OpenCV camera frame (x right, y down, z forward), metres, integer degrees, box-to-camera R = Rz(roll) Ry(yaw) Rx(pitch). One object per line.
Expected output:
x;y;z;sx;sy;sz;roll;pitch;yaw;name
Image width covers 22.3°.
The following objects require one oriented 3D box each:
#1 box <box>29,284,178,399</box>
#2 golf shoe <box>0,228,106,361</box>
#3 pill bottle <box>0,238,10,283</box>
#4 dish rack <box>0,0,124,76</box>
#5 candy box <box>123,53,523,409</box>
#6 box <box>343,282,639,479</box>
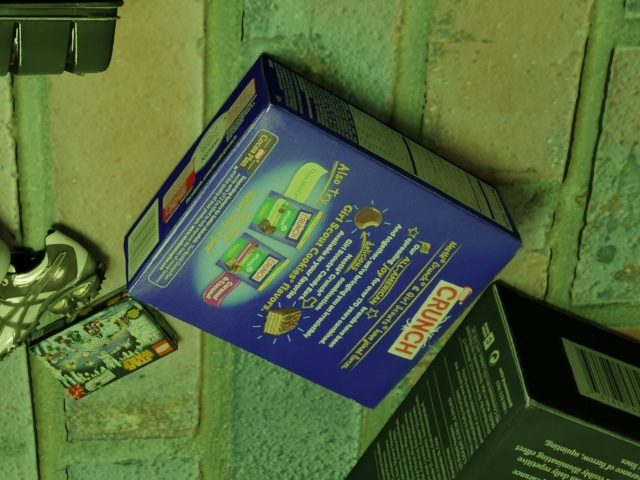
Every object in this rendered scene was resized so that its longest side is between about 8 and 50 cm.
-0.239;0.112;1.790;0.137;0.027;0.094;-27;125;13;box
-0.325;0.059;1.723;0.198;0.077;0.094;-35;111;10;golf shoe
-0.411;-0.017;1.628;0.108;0.108;0.193;-29;124;15;pill bottle
-0.320;-0.186;1.426;0.208;0.271;0.074;-5;104;-34;dish rack
0.000;0.000;1.678;0.317;0.122;0.268;29;117;-23;candy box
0.231;0.294;1.861;0.293;0.212;0.395;22;120;-21;box
